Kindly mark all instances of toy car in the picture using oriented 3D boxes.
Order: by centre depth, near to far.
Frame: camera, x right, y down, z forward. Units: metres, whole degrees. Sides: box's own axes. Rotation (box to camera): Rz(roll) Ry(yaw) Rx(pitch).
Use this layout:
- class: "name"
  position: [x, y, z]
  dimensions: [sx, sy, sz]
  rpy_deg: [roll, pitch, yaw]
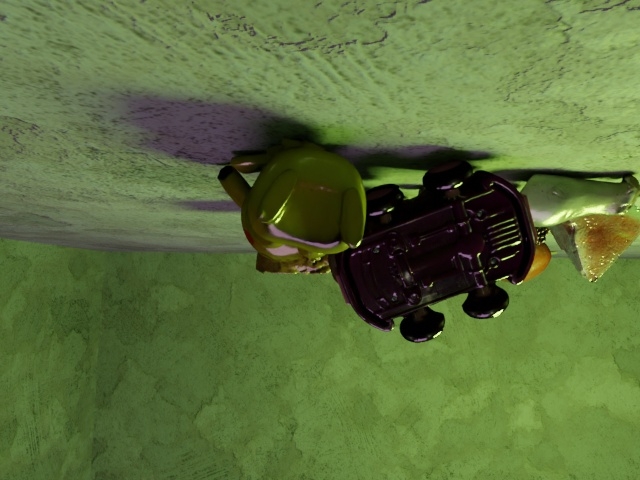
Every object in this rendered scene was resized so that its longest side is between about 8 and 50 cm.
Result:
- class: "toy car"
  position: [0.179, 0.002, 0.870]
  dimensions: [0.340, 0.271, 0.240]
  rpy_deg: [-19, -164, 4]

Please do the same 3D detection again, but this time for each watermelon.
- class: "watermelon"
  position: [0.626, -0.023, 1.107]
  dimensions: [0.207, 0.202, 0.136]
  rpy_deg: [2, -146, 19]

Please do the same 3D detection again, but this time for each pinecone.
- class: "pinecone"
  position: [0.554, -0.035, 1.288]
  dimensions: [0.102, 0.102, 0.109]
  rpy_deg: [-2, -158, 30]

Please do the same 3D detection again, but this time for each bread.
- class: "bread"
  position: [0.000, 0.000, 1.299]
  dimensions: [0.340, 0.179, 0.194]
  rpy_deg: [-1, 177, -5]

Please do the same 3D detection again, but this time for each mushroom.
- class: "mushroom"
  position: [0.453, -0.070, 0.886]
  dimensions: [0.225, 0.093, 0.116]
  rpy_deg: [6, 154, 2]

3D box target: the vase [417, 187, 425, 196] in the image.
- class: "vase"
  position: [0.304, -0.067, 0.998]
  dimensions: [0.214, 0.086, 0.086]
  rpy_deg: [8, 176, 6]

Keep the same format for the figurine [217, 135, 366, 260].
- class: "figurine"
  position: [-0.052, -0.058, 0.756]
  dimensions: [0.218, 0.169, 0.326]
  rpy_deg: [19, 168, -15]

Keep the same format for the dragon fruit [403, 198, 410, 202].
- class: "dragon fruit"
  position: [0.167, -0.050, 1.111]
  dimensions: [0.126, 0.161, 0.274]
  rpy_deg: [-31, 154, 18]

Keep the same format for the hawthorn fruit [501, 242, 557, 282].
- class: "hawthorn fruit"
  position: [0.763, 0.058, 1.815]
  dimensions: [0.251, 0.199, 0.199]
  rpy_deg: [-11, 175, -3]
